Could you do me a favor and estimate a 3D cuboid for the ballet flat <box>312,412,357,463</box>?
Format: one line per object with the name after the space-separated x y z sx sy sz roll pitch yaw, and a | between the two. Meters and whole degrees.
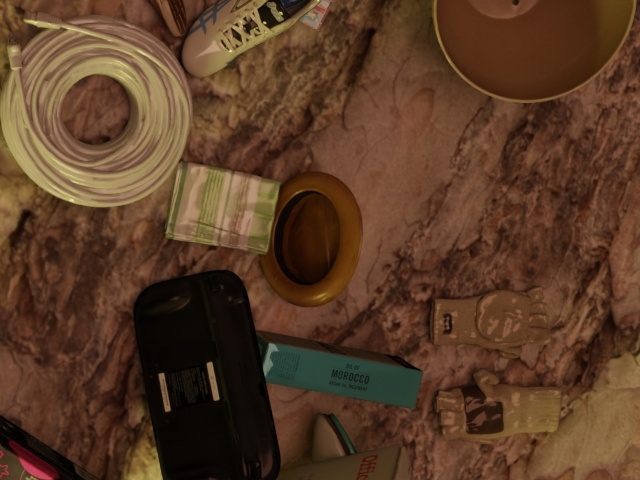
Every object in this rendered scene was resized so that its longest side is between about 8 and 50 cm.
0.062 0.444 2.054 0.139 0.139 0.400 -35 109 -11 | ballet flat

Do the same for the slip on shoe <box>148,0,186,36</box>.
-0.226 -0.343 1.907 0.041 0.051 0.135 -13 114 24 | slip on shoe

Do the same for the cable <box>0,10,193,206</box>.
-0.305 -0.176 1.875 0.257 0.089 0.257 3 96 -19 | cable

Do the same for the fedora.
0.000 0.000 1.982 0.079 0.194 0.194 7 95 -56 | fedora

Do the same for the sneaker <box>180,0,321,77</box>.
-0.095 -0.310 1.923 0.237 0.086 0.085 -36 110 -2 | sneaker

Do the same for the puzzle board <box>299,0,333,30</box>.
-0.036 -0.372 1.980 0.128 0.011 0.096 27 88 -19 | puzzle board

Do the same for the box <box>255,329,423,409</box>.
0.018 0.188 2.017 0.244 0.100 0.060 12 94 -19 | box

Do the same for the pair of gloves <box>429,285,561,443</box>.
0.267 0.194 2.130 0.204 0.042 0.240 -7 97 -14 | pair of gloves

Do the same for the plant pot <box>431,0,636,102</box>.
0.284 -0.359 1.975 0.284 0.191 0.284 -3 113 -6 | plant pot

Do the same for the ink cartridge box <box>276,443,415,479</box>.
-0.060 0.430 1.852 0.384 0.279 0.160 -15 101 12 | ink cartridge box

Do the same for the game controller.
-0.161 0.201 1.919 0.166 0.067 0.319 -15 75 10 | game controller

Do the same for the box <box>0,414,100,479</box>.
-0.408 0.352 1.864 0.247 0.163 0.142 38 88 -18 | box

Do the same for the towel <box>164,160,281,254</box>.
-0.139 -0.046 1.963 0.152 0.023 0.113 10 94 -7 | towel
